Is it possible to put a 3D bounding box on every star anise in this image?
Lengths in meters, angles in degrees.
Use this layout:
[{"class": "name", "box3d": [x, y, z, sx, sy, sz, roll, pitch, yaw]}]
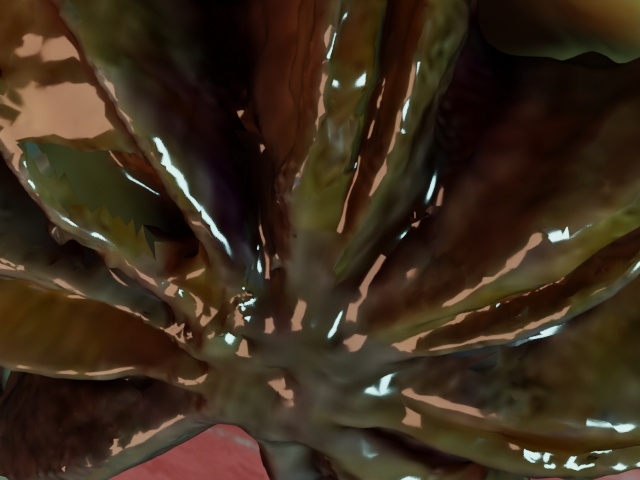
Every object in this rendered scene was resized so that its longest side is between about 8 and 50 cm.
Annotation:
[{"class": "star anise", "box3d": [-0.003, 0.013, 0.495, 0.315, 0.108, 0.315, 6, 136, 6]}]

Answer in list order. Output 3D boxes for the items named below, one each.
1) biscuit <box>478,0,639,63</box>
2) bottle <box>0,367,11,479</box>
[{"class": "biscuit", "box3d": [0.102, -0.166, 0.422, 0.429, 0.104, 0.446, -21, 111, 42]}, {"class": "bottle", "box3d": [-0.245, 0.011, 0.720, 0.352, 0.229, 0.229, -10, 115, 32]}]
